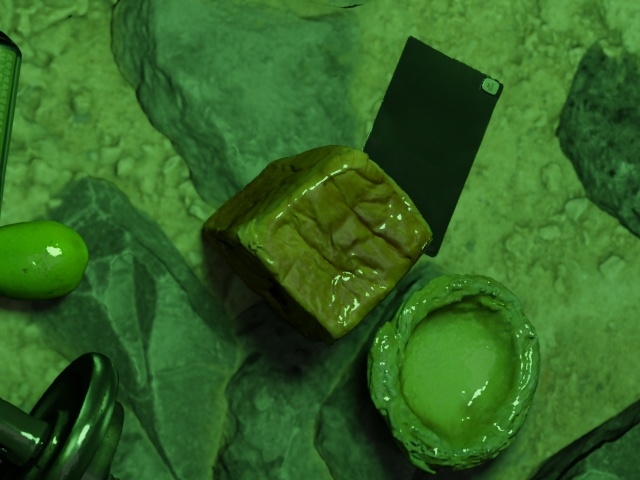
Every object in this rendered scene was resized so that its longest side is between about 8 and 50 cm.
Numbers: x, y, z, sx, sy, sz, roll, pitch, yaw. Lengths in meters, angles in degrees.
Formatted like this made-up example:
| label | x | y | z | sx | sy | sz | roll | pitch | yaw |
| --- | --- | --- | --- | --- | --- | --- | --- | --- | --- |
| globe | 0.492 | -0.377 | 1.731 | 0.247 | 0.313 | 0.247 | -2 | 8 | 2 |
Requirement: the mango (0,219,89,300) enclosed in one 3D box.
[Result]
| label | x | y | z | sx | sy | sz | roll | pitch | yaw |
| --- | --- | --- | --- | --- | --- | --- | --- | --- | --- |
| mango | -0.260 | 0.017 | 1.415 | 0.108 | 0.056 | 0.073 | 6 | 83 | -7 |

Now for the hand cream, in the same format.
| label | x | y | z | sx | sy | sz | roll | pitch | yaw |
| --- | --- | --- | --- | --- | --- | --- | --- | --- | --- |
| hand cream | -0.305 | -0.073 | 1.396 | 0.086 | 0.055 | 0.235 | 7 | 86 | 20 |

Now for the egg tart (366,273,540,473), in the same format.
| label | x | y | z | sx | sy | sz | roll | pitch | yaw |
| --- | --- | --- | --- | --- | --- | --- | --- | --- | --- |
| egg tart | 0.125 | 0.125 | 1.546 | 0.197 | 0.078 | 0.197 | 0 | 91 | -23 |

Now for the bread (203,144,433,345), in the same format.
| label | x | y | z | sx | sy | sz | roll | pitch | yaw |
| --- | --- | --- | --- | --- | --- | --- | --- | --- | --- |
| bread | 0.000 | 0.000 | 1.460 | 0.143 | 0.158 | 0.149 | -46 | 109 | -16 |

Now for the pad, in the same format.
| label | x | y | z | sx | sy | sz | roll | pitch | yaw |
| --- | --- | --- | --- | --- | --- | --- | --- | --- | --- |
| pad | 0.101 | -0.092 | 1.577 | 0.116 | 0.004 | 0.193 | 25 | 82 | -18 |

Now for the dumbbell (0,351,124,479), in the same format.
| label | x | y | z | sx | sy | sz | roll | pitch | yaw |
| --- | --- | --- | --- | --- | --- | --- | --- | --- | --- |
| dumbbell | -0.285 | 0.142 | 1.332 | 0.290 | 0.192 | 0.192 | 33 | 79 | -17 |
